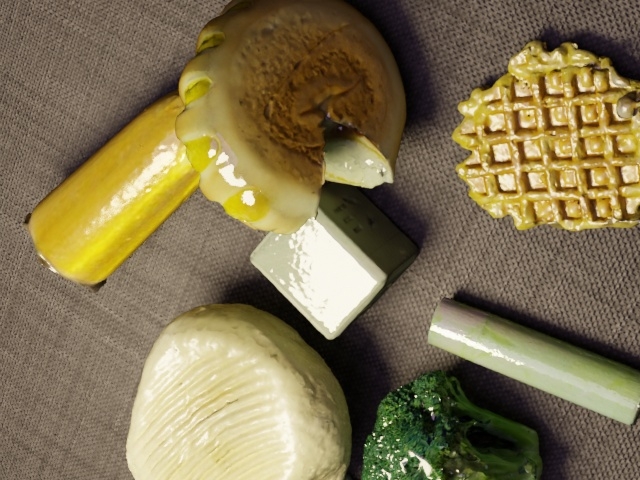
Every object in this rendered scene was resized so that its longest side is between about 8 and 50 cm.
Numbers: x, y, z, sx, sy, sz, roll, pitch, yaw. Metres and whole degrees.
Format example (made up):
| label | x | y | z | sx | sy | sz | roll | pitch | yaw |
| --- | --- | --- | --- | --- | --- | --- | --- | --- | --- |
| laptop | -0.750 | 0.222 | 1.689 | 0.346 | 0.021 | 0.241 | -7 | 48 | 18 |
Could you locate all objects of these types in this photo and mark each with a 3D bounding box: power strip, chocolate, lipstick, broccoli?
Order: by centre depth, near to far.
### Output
| label | x | y | z | sx | sy | sz | roll | pitch | yaw |
| --- | --- | --- | --- | --- | --- | --- | --- | --- | --- |
| lipstick | 0.295 | 0.162 | 1.696 | 0.304 | 0.076 | 0.076 | 20 | 114 | 18 |
| broccoli | 0.174 | 0.325 | 1.733 | 0.245 | 0.265 | 0.294 | 3 | 94 | -8 |
| power strip | 0.000 | 0.000 | 1.745 | 0.224 | 0.140 | 0.139 | 45 | 121 | 6 |
| chocolate | -0.229 | -0.107 | 1.825 | 0.445 | 0.162 | 0.162 | -38 | 88 | 25 |

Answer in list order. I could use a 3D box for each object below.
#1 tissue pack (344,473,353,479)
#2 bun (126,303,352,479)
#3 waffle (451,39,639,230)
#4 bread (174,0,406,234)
| label | x | y | z | sx | sy | sz | roll | pitch | yaw |
| --- | --- | --- | --- | --- | --- | --- | --- | --- | --- |
| tissue pack | 0.021 | 0.508 | 1.902 | 0.185 | 0.081 | 0.257 | 47 | 124 | 35 |
| bun | -0.106 | 0.260 | 1.825 | 0.349 | 0.227 | 0.352 | -36 | 82 | 29 |
| waffle | 0.308 | -0.117 | 1.610 | 0.280 | 0.060 | 0.262 | 42 | 122 | 9 |
| bread | -0.045 | -0.172 | 1.620 | 0.160 | 0.333 | 0.333 | -19 | 98 | 55 |
